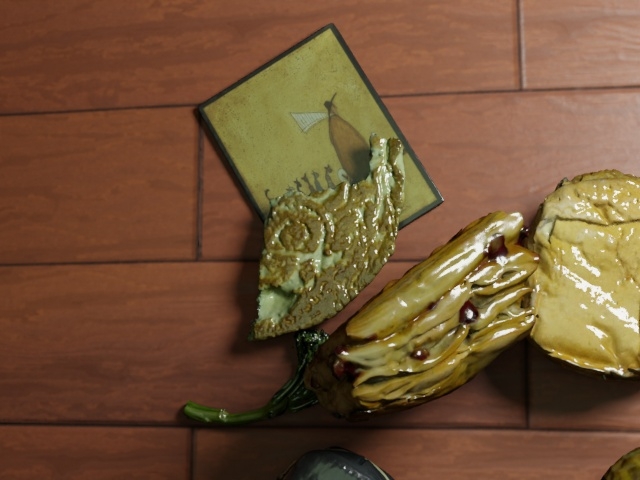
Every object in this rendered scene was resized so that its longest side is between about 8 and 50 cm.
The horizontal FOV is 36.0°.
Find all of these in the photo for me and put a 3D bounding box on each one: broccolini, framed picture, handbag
[{"bbox_3d":[-0.083,0.204,1.461,0.271,0.062,0.123,-14,70,10],"label":"broccolini"},{"bbox_3d":[-0.004,-0.134,1.512,0.255,0.014,0.339,-31,78,4],"label":"framed picture"},{"bbox_3d":[-0.006,0.405,1.348,0.181,0.181,0.254,28,85,13],"label":"handbag"}]

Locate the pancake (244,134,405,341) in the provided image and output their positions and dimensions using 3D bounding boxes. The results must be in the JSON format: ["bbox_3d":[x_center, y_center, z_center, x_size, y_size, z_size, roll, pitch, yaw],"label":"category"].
[{"bbox_3d":[0.002,0.001,1.463,0.197,0.054,0.376,42,89,11],"label":"pancake"}]

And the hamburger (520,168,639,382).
[{"bbox_3d":[0.403,0.049,1.352,0.259,0.144,0.283,17,89,16],"label":"hamburger"}]

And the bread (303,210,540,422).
[{"bbox_3d":[0.145,0.122,1.307,0.324,0.277,0.167,-38,83,-16],"label":"bread"}]

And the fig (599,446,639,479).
[{"bbox_3d":[0.434,0.396,1.175,0.286,0.368,0.286,-1,89,24],"label":"fig"}]
